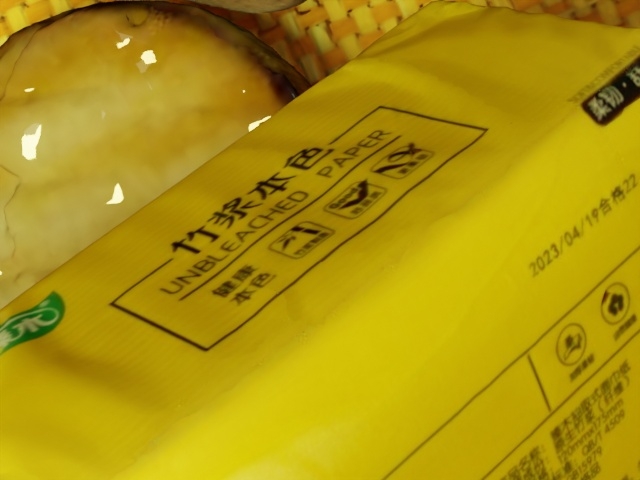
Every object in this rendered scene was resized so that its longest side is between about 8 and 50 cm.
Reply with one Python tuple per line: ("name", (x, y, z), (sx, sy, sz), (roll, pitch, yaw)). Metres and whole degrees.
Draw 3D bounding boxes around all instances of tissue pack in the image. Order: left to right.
("tissue pack", (0.024, 0.100, 0.719), (0.382, 0.228, 0.293), (-39, 124, -26))

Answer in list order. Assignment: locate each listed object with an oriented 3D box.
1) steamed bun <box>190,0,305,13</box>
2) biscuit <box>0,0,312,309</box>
("steamed bun", (-0.085, -0.288, 0.909), (0.251, 0.199, 0.301), (11, 80, -15))
("biscuit", (-0.116, -0.004, 0.908), (0.296, 0.102, 0.296), (-2, 84, 18))
